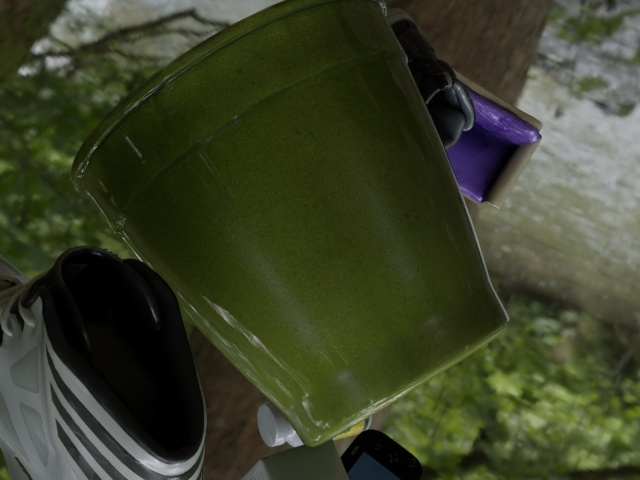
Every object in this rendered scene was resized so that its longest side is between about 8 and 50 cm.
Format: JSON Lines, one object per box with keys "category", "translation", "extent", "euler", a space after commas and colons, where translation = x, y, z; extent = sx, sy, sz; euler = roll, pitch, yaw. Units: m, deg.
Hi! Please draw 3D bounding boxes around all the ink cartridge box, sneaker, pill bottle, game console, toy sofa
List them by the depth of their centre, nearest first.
{"category": "sneaker", "translation": [-0.234, 0.061, 0.906], "extent": [0.169, 0.257, 0.447], "euler": [-21, -127, -44]}
{"category": "ink cartridge box", "translation": [-0.038, 0.326, 1.146], "extent": [0.093, 0.154, 0.212], "euler": [-11, 156, -31]}
{"category": "sneaker", "translation": [0.103, -0.144, 1.317], "extent": [0.153, 0.101, 0.268], "euler": [49, 156, 26]}
{"category": "game console", "translation": [-0.002, 0.374, 1.376], "extent": [0.213, 0.361, 0.044], "euler": [42, 140, 4]}
{"category": "toy sofa", "translation": [0.178, -0.205, 1.789], "extent": [0.363, 0.150, 0.177], "euler": [32, 177, -1]}
{"category": "pill bottle", "translation": [-0.011, 0.299, 1.845], "extent": [0.184, 0.103, 0.103], "euler": [-8, -172, -28]}

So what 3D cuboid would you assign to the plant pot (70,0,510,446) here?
{"category": "plant pot", "translation": [0.000, 0.000, 1.077], "extent": [0.353, 0.367, 0.366], "euler": [58, 173, 8]}
